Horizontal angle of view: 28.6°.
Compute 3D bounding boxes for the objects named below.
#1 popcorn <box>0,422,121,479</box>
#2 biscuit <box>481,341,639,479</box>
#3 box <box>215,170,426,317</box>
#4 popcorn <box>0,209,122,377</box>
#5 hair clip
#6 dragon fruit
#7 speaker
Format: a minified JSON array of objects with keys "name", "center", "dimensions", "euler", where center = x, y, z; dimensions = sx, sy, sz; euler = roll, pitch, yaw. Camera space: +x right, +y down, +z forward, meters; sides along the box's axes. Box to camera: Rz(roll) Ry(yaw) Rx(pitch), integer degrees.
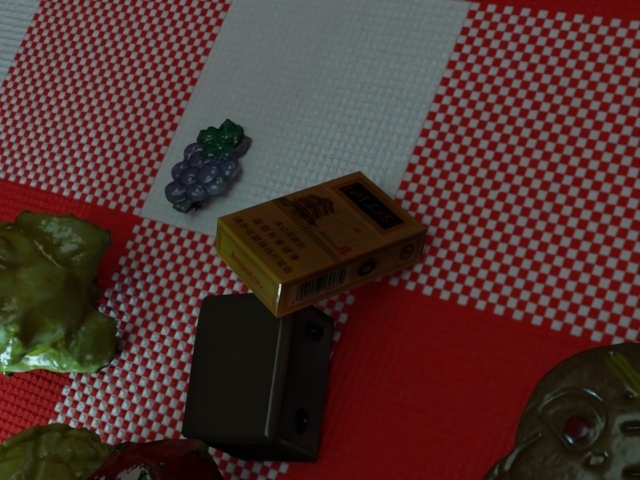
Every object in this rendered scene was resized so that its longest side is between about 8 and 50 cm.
[{"name":"popcorn","center":[-0.427,0.422,1.972],"dimensions":[0.282,0.282,0.247],"euler":[-16,64,24]},{"name":"biscuit","center":[0.367,0.330,1.644],"dimensions":[0.350,0.070,0.394],"euler":[-11,64,26]},{"name":"box","center":[0.000,0.000,1.906],"dimensions":[0.274,0.076,0.174],"euler":[-20,47,-31]},{"name":"popcorn","center":[-0.498,0.069,2.153],"dimensions":[0.325,0.290,0.321],"euler":[-36,55,36]},{"name":"hair clip","center":[-0.193,-0.128,2.206],"dimensions":[0.124,0.052,0.195],"euler":[21,72,26]},{"name":"dragon fruit","center":[-0.224,0.409,1.846],"dimensions":[0.200,0.269,0.198],"euler":[-30,11,-12]},{"name":"speaker","center":[-0.092,0.212,1.920],"dimensions":[0.192,0.153,0.231],"euler":[-3,67,29]}]
